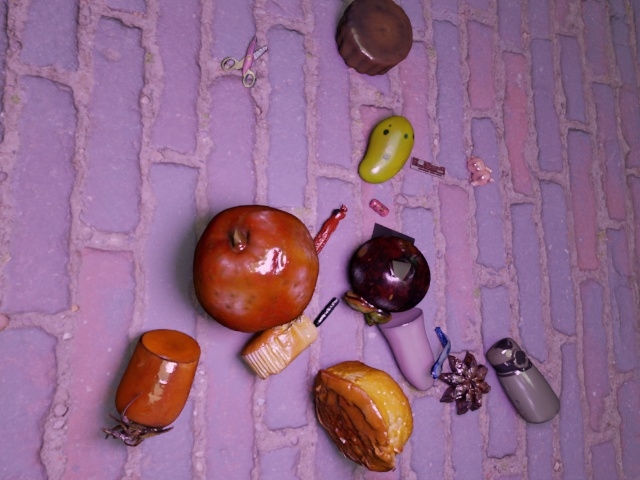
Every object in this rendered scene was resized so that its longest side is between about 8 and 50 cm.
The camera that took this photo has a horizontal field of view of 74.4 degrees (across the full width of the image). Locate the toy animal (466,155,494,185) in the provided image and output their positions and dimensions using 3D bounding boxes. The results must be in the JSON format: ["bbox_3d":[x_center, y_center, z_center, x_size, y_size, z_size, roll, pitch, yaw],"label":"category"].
[{"bbox_3d":[0.675,-0.295,1.806,0.089,0.083,0.149,-7,68,-42],"label":"toy animal"}]

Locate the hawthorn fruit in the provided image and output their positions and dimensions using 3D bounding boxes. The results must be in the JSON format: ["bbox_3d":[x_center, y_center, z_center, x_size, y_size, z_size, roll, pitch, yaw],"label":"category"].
[{"bbox_3d":[-0.198,0.060,1.255,0.404,0.403,0.401,3,82,-20],"label":"hawthorn fruit"}]

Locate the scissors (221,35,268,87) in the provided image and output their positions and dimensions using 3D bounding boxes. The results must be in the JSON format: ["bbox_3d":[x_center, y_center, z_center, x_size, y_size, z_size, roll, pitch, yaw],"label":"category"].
[{"bbox_3d":[-0.259,-0.655,1.529,0.134,0.020,0.187,35,75,-17],"label":"scissors"}]

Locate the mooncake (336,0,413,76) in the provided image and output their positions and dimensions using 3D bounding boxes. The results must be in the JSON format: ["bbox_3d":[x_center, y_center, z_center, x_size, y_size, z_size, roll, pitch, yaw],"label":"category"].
[{"bbox_3d":[0.201,-0.792,1.646,0.291,0.161,0.289,2,84,-20],"label":"mooncake"}]

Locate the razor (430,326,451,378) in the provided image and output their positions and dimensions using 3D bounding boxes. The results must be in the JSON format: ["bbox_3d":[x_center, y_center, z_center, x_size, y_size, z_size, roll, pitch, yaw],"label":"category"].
[{"bbox_3d":[0.443,0.410,1.534,0.093,0.056,0.324,65,24,-1],"label":"razor"}]

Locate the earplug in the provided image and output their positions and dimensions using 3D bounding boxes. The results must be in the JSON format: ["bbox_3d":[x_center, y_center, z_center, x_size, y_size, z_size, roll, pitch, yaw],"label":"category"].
[{"bbox_3d":[0.344,0.417,1.556,0.173,0.172,0.300,-25,97,-22],"label":"earplug"}]

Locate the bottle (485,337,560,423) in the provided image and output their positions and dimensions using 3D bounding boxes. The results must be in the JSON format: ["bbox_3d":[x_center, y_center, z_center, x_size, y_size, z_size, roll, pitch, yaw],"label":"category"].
[{"bbox_3d":[0.806,0.555,1.705,0.169,0.168,0.346,-35,93,-21],"label":"bottle"}]

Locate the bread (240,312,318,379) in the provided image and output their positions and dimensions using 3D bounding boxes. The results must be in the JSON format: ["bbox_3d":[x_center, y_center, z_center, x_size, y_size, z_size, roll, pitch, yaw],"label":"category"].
[{"bbox_3d":[-0.134,0.328,1.371,0.250,0.179,0.133,-35,93,-21],"label":"bread"}]

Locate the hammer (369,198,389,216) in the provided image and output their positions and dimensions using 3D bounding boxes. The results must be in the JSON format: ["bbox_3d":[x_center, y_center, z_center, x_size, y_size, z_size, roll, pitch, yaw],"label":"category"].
[{"bbox_3d":[0.229,-0.126,1.638,0.083,0.043,0.043,37,72,-15],"label":"hammer"}]

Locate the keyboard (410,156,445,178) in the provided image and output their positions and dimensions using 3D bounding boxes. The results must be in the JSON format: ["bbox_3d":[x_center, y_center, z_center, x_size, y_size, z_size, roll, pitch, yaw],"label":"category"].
[{"bbox_3d":[0.449,-0.301,1.754,0.166,0.017,0.055,14,79,-19],"label":"keyboard"}]

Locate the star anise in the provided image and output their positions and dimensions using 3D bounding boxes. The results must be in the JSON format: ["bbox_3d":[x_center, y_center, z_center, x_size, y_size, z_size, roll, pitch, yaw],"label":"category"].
[{"bbox_3d":[0.578,0.563,1.651,0.224,0.109,0.235,-4,83,-25],"label":"star anise"}]

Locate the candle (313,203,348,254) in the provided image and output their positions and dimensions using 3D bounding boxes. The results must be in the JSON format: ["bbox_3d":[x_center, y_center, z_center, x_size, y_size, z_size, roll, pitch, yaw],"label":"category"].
[{"bbox_3d":[0.000,0.000,1.530,0.051,0.048,0.329,41,72,-20],"label":"candle"}]

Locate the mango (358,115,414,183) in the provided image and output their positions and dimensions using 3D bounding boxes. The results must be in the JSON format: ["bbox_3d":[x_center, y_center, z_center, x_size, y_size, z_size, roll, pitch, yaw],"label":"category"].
[{"bbox_3d":[0.257,-0.346,1.626,0.175,0.143,0.293,32,83,-13],"label":"mango"}]

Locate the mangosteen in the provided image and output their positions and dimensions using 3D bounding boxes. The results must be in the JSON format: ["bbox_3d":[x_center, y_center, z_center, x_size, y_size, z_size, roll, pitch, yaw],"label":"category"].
[{"bbox_3d":[0.237,0.133,1.490,0.312,0.311,0.310,3,82,-20],"label":"mangosteen"}]

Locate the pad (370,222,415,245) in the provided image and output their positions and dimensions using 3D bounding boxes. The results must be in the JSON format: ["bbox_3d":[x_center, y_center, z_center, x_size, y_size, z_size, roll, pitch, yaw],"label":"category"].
[{"bbox_3d":[0.282,0.014,1.658,0.193,0.004,0.116,20,77,-17],"label":"pad"}]

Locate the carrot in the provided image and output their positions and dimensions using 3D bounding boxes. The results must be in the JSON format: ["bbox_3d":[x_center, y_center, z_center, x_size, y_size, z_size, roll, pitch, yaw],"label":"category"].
[{"bbox_3d":[-0.477,0.431,1.213,0.193,0.214,0.330,23,79,-16],"label":"carrot"}]

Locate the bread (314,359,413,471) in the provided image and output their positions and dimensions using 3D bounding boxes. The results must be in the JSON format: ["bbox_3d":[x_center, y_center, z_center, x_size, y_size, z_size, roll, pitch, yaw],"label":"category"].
[{"bbox_3d":[0.134,0.545,1.351,0.204,0.359,0.336,-29,109,-31],"label":"bread"}]

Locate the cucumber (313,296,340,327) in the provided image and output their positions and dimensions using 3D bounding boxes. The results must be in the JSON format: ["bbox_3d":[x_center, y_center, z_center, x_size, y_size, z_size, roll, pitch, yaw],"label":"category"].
[{"bbox_3d":[0.018,0.260,1.514,0.032,0.032,0.133,46,72,-10],"label":"cucumber"}]
